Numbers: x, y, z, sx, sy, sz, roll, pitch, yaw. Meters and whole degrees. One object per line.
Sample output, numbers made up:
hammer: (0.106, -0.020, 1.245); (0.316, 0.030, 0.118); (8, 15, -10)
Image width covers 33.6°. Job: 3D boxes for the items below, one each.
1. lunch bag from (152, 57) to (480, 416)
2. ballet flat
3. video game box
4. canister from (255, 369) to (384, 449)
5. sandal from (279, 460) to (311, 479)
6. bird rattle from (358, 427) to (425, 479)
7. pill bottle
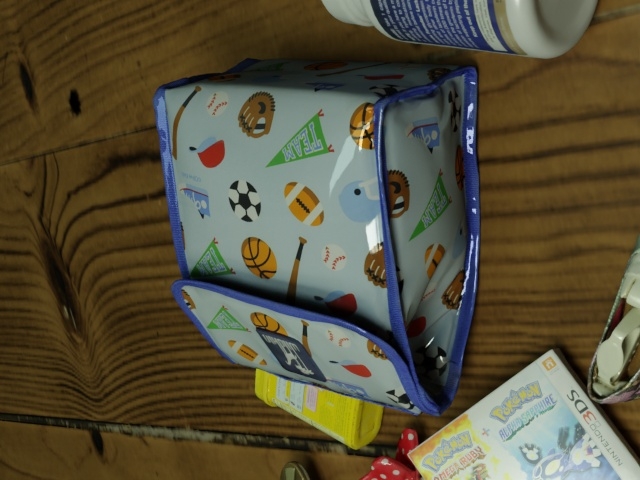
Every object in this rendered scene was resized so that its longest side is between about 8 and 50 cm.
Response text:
lunch bag: (0.000, 0.000, 1.214); (0.328, 0.239, 0.385); (11, 115, 36)
ballet flat: (0.316, 0.073, 1.044); (0.077, 0.079, 0.221); (32, 123, 34)
video game box: (0.229, 0.249, 1.145); (0.205, 0.048, 0.187); (-39, 71, 13)
canister: (0.001, 0.185, 1.389); (0.170, 0.073, 0.126); (24, 117, 36)
sandal: (0.000, 0.380, 1.473); (0.072, 0.049, 0.180); (-19, 104, 51)
bird rattle: (0.162, 0.340, 1.261); (0.207, 0.143, 0.253); (-29, 70, 45)
pill bottle: (0.131, -0.270, 1.062); (0.265, 0.153, 0.153); (16, 113, 40)
